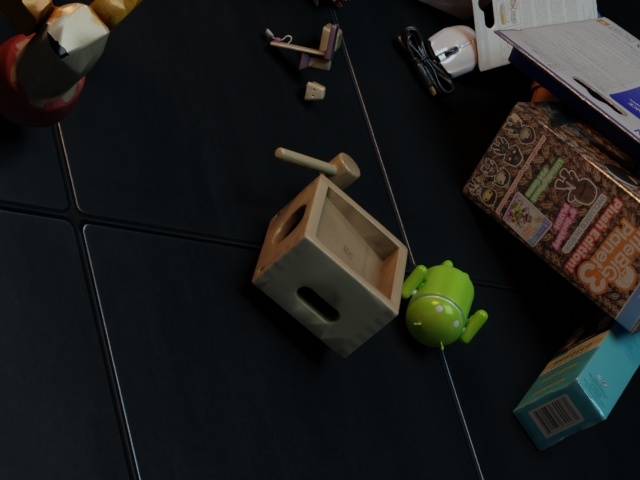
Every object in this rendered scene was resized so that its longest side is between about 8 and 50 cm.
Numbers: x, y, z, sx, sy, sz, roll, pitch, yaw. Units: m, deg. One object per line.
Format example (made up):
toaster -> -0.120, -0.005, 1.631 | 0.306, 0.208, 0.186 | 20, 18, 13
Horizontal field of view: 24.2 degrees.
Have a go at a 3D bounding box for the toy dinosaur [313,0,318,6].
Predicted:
toy dinosaur -> -0.068, -0.418, 1.767 | 0.295, 0.127, 0.200 | 37, 32, -36

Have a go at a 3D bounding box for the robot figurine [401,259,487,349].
robot figurine -> 0.134, 0.073, 1.670 | 0.101, 0.067, 0.115 | 39, 38, -10

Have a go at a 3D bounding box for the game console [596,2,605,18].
game console -> 0.441, -0.401, 2.418 | 0.085, 0.124, 0.144 | 27, 37, 2

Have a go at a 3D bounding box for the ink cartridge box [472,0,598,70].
ink cartridge box -> 0.284, -0.349, 2.074 | 0.232, 0.066, 0.189 | -17, 107, -28

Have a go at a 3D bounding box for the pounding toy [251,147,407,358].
pounding toy -> -0.006, -0.009, 1.549 | 0.181, 0.094, 0.206 | 40, 28, -16

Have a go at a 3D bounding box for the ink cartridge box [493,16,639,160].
ink cartridge box -> 0.398, -0.177, 1.931 | 0.303, 0.072, 0.307 | 42, 35, 23

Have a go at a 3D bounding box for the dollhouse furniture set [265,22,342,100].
dollhouse furniture set -> -0.023, -0.220, 1.760 | 0.081, 0.091, 0.114 | 12, 14, 4

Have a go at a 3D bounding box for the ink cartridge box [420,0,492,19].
ink cartridge box -> 0.163, -0.438, 2.088 | 0.160, 0.092, 0.219 | 11, 55, -48

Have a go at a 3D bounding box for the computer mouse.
computer mouse -> 0.177, -0.256, 2.006 | 0.106, 0.042, 0.193 | 57, 34, 0

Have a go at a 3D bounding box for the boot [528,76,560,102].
boot -> 0.416, -0.176, 2.180 | 0.283, 0.109, 0.220 | 42, 35, -18

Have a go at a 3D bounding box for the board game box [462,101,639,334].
board game box -> 0.372, -0.039, 1.896 | 0.291, 0.141, 0.232 | 42, 28, 25

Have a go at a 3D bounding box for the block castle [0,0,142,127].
block castle -> -0.300, -0.354, 1.301 | 0.453, 0.213, 0.303 | 45, 65, -11

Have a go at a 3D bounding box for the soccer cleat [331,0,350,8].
soccer cleat -> 0.016, -0.314, 1.845 | 0.035, 0.029, 0.083 | 53, 3, 12

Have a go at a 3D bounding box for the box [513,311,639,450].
box -> 0.326, 0.158, 1.815 | 0.060, 0.100, 0.244 | 55, 34, -3
